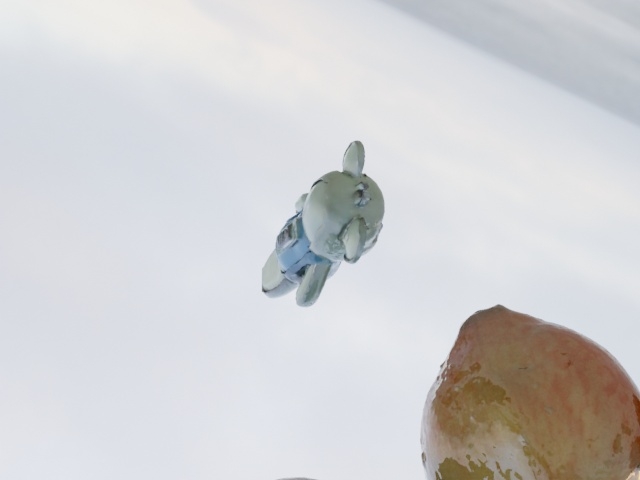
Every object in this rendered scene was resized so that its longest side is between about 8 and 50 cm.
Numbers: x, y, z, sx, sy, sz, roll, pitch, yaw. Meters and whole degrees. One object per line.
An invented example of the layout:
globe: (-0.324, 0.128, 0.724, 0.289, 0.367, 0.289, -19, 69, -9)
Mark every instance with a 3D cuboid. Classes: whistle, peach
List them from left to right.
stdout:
whistle: (0.000, 0.000, 1.472, 0.077, 0.114, 0.235, 7, 156, -20)
peach: (0.190, 0.167, 1.504, 0.232, 0.232, 0.232, 25, -171, -4)

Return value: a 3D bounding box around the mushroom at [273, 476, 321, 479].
mushroom: (-0.050, 0.328, 1.416, 0.195, 0.283, 0.263, 48, -171, -28)
